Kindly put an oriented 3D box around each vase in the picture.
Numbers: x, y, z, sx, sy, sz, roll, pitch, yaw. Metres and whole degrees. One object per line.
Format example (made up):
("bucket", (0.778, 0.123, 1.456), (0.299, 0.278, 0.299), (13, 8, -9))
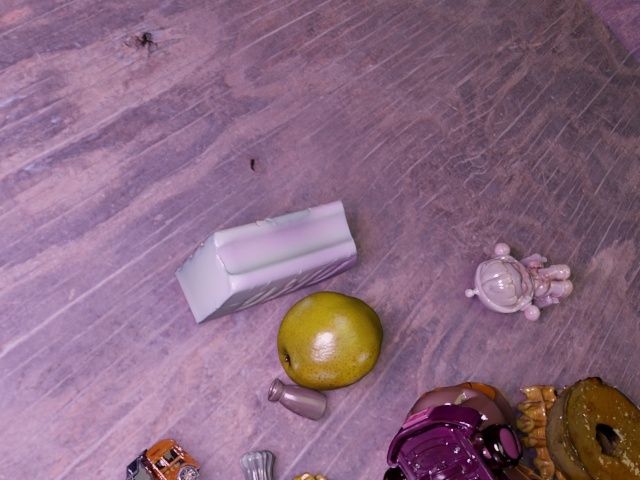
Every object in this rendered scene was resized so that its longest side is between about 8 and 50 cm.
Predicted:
("vase", (-0.096, 0.426, 1.176), (0.081, 0.081, 0.148), (5, 60, -30))
("vase", (-0.044, 0.288, 1.293), (0.101, 0.053, 0.053), (24, 56, -14))

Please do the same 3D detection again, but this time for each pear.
("pear", (0.018, 0.181, 1.300), (0.198, 0.198, 0.198), (14, 59, -25))

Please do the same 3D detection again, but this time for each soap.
("soap", (-0.074, 0.034, 1.305), (0.347, 0.208, 0.115), (-17, 77, -37))

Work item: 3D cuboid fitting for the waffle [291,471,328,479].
("waffle", (0.018, 0.476, 1.147), (0.219, 0.057, 0.229), (49, 13, 17))

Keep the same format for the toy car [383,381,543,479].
("toy car", (0.292, 0.429, 1.326), (0.340, 0.271, 0.240), (58, 31, 3))

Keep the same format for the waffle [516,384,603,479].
("waffle", (0.559, 0.418, 1.593), (0.283, 0.065, 0.309), (47, 50, -3))

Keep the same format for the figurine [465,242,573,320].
("figurine", (0.449, 0.095, 1.656), (0.257, 0.145, 0.181), (4, 85, -33))

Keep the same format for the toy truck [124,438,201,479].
("toy truck", (-0.277, 0.387, 1.076), (0.092, 0.083, 0.192), (49, 52, 5))

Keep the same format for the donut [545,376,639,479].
("donut", (0.589, 0.429, 1.511), (0.272, 0.107, 0.272), (14, 58, -24))
